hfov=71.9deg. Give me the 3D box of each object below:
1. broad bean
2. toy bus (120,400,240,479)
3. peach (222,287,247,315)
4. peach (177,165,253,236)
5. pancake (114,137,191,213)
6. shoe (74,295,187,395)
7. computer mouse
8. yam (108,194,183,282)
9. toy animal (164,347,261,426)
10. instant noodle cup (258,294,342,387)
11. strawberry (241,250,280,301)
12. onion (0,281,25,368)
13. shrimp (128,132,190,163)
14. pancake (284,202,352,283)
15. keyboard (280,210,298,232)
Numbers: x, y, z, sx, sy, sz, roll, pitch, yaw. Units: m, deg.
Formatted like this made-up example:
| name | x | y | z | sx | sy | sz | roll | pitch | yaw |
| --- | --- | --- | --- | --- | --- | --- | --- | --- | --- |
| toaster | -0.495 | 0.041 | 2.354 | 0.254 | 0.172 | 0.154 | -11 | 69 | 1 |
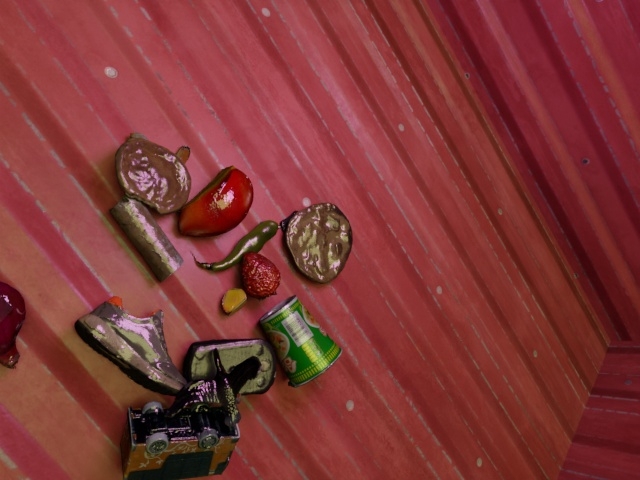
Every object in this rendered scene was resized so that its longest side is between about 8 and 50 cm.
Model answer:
| name | x | y | z | sx | sy | sz | roll | pitch | yaw |
| --- | --- | --- | --- | --- | --- | --- | --- | --- | --- |
| broad bean | -0.250 | 0.015 | 1.423 | 0.317 | 0.056 | 0.098 | -26 | 95 | -33 |
| toy bus | -0.367 | 0.527 | 1.154 | 0.275 | 0.138 | 0.167 | 10 | 109 | -32 |
| peach | -0.267 | 0.195 | 1.373 | 0.077 | 0.050 | 0.084 | 7 | 64 | -9 |
| peach | -0.306 | -0.104 | 1.350 | 0.159 | 0.153 | 0.267 | 50 | 57 | -16 |
| pancake | -0.470 | -0.186 | 1.259 | 0.236 | 0.042 | 0.223 | 51 | 44 | -25 |
| shoe | -0.468 | 0.272 | 1.186 | 0.336 | 0.132 | 0.171 | 44 | 50 | -15 |
| computer mouse | -0.268 | 0.376 | 1.302 | 0.269 | 0.100 | 0.170 | 3 | 77 | -27 |
| yam | -0.490 | -0.012 | 1.245 | 0.093 | 0.093 | 0.259 | -40 | 102 | -34 |
| toy animal | -0.270 | 0.385 | 1.177 | 0.272 | 0.197 | 0.160 | -21 | 119 | -6 |
| instant noodle cup | -0.076 | 0.310 | 1.401 | 0.207 | 0.207 | 0.233 | -35 | 93 | -34 |
| strawberry | -0.187 | 0.108 | 1.398 | 0.131 | 0.131 | 0.148 | -14 | 108 | -35 |
| onion | -0.756 | 0.206 | 0.996 | 0.195 | 0.139 | 0.218 | -38 | 105 | -41 |
| shrimp | -0.480 | -0.277 | 1.337 | 0.166 | 0.049 | 0.161 | -41 | 106 | -35 |
| pancake | 0.000 | 0.000 | 1.579 | 0.294 | 0.049 | 0.295 | 5 | 80 | -32 |
| keyboard | -0.044 | 0.020 | 1.585 | 0.106 | 0.016 | 0.263 | -40 | 103 | -33 |
